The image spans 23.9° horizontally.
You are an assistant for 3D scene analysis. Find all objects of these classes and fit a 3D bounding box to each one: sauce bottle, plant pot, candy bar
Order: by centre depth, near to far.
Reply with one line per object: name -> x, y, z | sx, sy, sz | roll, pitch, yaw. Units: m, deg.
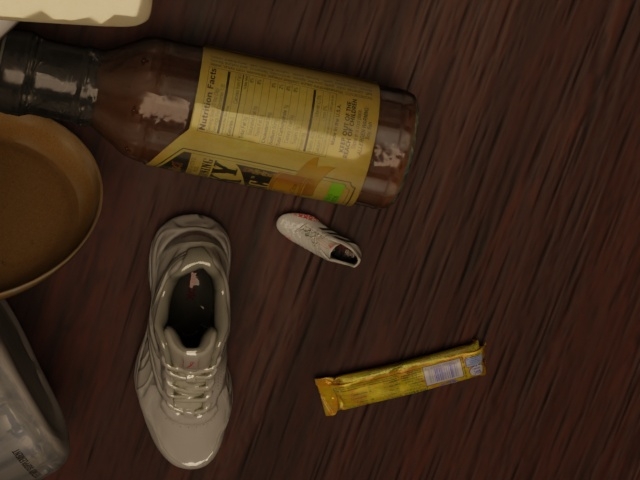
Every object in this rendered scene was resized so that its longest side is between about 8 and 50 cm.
plant pot -> -0.293, -0.027, 1.219 | 0.236, 0.236, 0.032 | 0, 134, -6
sauce bottle -> -0.096, -0.108, 1.264 | 0.344, 0.111, 0.111 | 12, 104, -7
candy bar -> 0.077, 0.126, 1.394 | 0.162, 0.018, 0.040 | -14, 110, -2

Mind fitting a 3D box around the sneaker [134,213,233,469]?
sneaker -> -0.119, 0.101, 1.315 | 0.090, 0.115, 0.232 | -2, 106, -5

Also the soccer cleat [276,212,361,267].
soccer cleat -> 0.000, 0.000, 1.340 | 0.083, 0.035, 0.029 | 28, 101, -13

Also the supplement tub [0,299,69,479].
supplement tub -> -0.396, 0.168, 1.242 | 0.338, 0.207, 0.207 | -28, 107, -4

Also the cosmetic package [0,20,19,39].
cosmetic package -> -0.216, -0.289, 1.153 | 0.365, 0.197, 0.155 | -42, 106, 8

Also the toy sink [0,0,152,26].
toy sink -> -0.182, -0.251, 0.998 | 0.153, 0.131, 0.234 | 3, 107, -7
